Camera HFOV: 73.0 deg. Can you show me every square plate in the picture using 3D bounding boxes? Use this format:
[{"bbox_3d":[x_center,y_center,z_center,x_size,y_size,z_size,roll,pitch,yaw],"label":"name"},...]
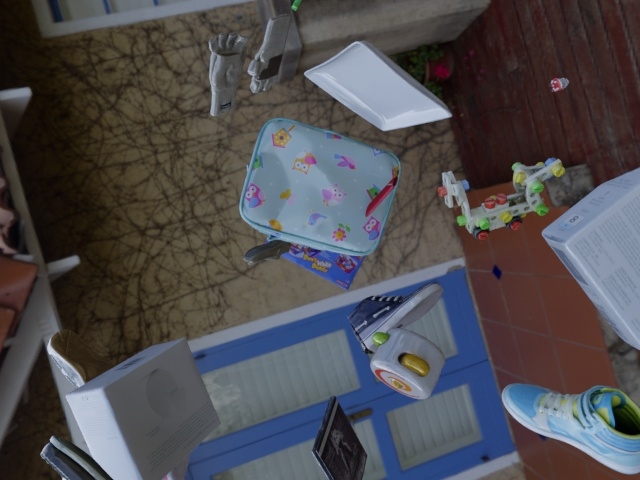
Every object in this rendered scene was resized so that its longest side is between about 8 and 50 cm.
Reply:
[{"bbox_3d":[0.164,-0.447,1.277,0.344,0.348,0.049,15,79,64],"label":"square plate"}]

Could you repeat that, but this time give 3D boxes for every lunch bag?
[{"bbox_3d":[-0.008,-0.090,0.811,0.108,0.280,0.223,-137,64,-84],"label":"lunch bag"}]

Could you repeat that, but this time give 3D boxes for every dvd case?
[{"bbox_3d":[0.053,0.524,1.065,0.221,0.018,0.164,65,-153,-19],"label":"dvd case"}]

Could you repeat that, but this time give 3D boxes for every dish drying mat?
[{"bbox_3d":[0.101,-0.074,0.729,0.083,0.008,0.032,-48,15,44],"label":"dish drying mat"}]

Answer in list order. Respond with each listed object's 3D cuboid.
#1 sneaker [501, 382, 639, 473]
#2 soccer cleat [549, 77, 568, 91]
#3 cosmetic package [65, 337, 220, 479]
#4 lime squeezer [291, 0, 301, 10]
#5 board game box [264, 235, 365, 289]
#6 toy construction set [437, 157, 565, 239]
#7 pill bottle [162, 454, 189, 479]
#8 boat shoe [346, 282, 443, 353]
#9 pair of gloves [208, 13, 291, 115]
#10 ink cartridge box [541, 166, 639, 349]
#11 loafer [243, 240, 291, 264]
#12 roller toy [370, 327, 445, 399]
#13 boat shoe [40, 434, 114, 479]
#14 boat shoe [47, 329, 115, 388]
[{"bbox_3d":[0.587,0.384,1.006,0.319,0.127,0.208,17,142,37],"label":"sneaker"},{"bbox_3d":[0.527,-0.345,0.950,0.029,0.036,0.083,69,-157,-4],"label":"soccer cleat"},{"bbox_3d":[-0.370,0.368,0.935,0.224,0.138,0.224,-28,-83,-60],"label":"cosmetic package"},{"bbox_3d":[0.015,-0.728,1.075,0.110,0.059,0.310,149,143,-81],"label":"lime squeezer"},{"bbox_3d":[0.000,0.000,1.601,0.233,0.347,0.078,-61,11,0],"label":"board game box"},{"bbox_3d":[0.509,-0.124,1.246,0.214,0.328,0.151,75,-167,-46],"label":"toy construction set"},{"bbox_3d":[-0.428,0.538,1.062,0.108,0.180,0.107,-5,-90,-83],"label":"pill bottle"},{"bbox_3d":[0.241,0.223,1.475,0.158,0.341,0.127,54,-172,35],"label":"boat shoe"},{"bbox_3d":[-0.170,-0.418,1.020,0.042,0.240,0.204,42,148,12],"label":"pair of gloves"},{"bbox_3d":[0.664,-0.020,0.804,0.308,0.385,0.091,47,-173,-13],"label":"ink cartridge box"},{"bbox_3d":[-0.130,0.032,1.116,0.056,0.148,0.050,10,119,49],"label":"loafer"},{"bbox_3d":[0.250,0.361,1.249,0.210,0.146,0.191,3,140,47],"label":"roller toy"},{"bbox_3d":[-0.362,0.401,0.685,0.081,0.068,0.227,-1,128,52],"label":"boat shoe"},{"bbox_3d":[-0.678,0.381,1.257,0.277,0.096,0.098,50,-144,-3],"label":"boat shoe"}]
